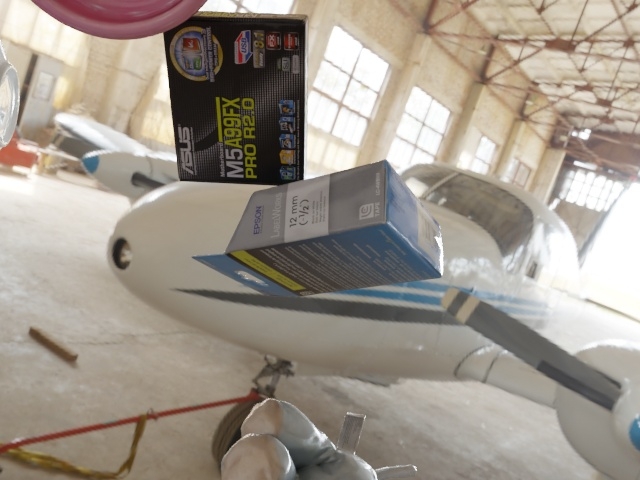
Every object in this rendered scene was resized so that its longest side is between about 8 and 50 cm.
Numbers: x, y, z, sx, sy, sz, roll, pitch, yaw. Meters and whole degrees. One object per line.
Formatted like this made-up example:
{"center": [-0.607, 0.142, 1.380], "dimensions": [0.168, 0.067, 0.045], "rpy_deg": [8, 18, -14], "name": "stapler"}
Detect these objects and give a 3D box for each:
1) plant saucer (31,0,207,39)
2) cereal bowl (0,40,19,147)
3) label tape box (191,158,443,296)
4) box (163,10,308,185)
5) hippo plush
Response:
{"center": [-0.257, -0.428, 0.752], "dimensions": [0.332, 0.332, 0.084], "rpy_deg": [20, 25, -3], "name": "plant saucer"}
{"center": [-0.677, -0.270, 1.160], "dimensions": [0.141, 0.339, 0.339], "rpy_deg": [9, 8, -14], "name": "cereal bowl"}
{"center": [0.000, 0.000, 1.012], "dimensions": [0.347, 0.115, 0.249], "rpy_deg": [-9, -25, 28], "name": "label tape box"}
{"center": [-0.129, -0.222, 0.966], "dimensions": [0.216, 0.270, 0.060], "rpy_deg": [3, 30, 2], "name": "box"}
{"center": [-0.059, 0.351, 0.760], "dimensions": [0.234, 0.236, 0.294], "rpy_deg": [44, 20, 4], "name": "hippo plush"}
